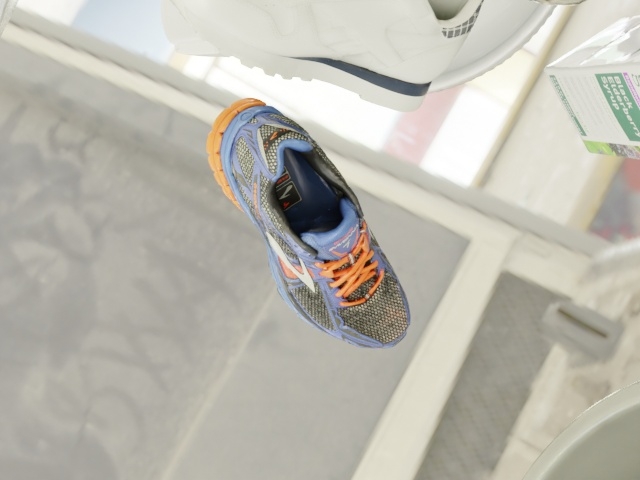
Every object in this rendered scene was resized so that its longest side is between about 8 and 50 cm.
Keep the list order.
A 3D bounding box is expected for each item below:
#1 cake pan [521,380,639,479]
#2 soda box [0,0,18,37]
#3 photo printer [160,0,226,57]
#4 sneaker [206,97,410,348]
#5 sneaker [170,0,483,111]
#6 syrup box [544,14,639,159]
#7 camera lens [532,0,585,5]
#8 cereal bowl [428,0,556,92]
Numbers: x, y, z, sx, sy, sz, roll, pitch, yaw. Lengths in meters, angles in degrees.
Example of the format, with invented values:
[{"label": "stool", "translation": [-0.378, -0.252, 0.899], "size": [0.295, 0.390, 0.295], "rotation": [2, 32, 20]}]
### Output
[{"label": "cake pan", "translation": [0.167, 0.200, 0.527], "size": [0.293, 0.054, 0.293], "rotation": [-32, 51, 51]}, {"label": "soda box", "translation": [-0.155, -0.175, 0.581], "size": [0.216, 0.069, 0.073], "rotation": [126, 161, -48]}, {"label": "photo printer", "translation": [0.015, -0.268, 1.448], "size": [0.308, 0.256, 0.107], "rotation": [-10, -81, -47]}, {"label": "sneaker", "translation": [0.000, 0.000, 0.907], "size": [0.083, 0.221, 0.087], "rotation": [-44, 28, -12]}, {"label": "sneaker", "translation": [0.003, -0.158, 0.829], "size": [0.095, 0.235, 0.090], "rotation": [-48, 53, 33]}, {"label": "syrup box", "translation": [0.283, -0.130, 1.064], "size": [0.096, 0.093, 0.237], "rotation": [-33, 11, -3]}, {"label": "camera lens", "translation": [0.181, -0.277, 0.699], "size": [0.274, 0.219, 0.219], "rotation": [-29, 2, 0]}, {"label": "cereal bowl", "translation": [0.080, -0.302, 1.177], "size": [0.339, 0.339, 0.141], "rotation": [-60, -8, 10]}]
